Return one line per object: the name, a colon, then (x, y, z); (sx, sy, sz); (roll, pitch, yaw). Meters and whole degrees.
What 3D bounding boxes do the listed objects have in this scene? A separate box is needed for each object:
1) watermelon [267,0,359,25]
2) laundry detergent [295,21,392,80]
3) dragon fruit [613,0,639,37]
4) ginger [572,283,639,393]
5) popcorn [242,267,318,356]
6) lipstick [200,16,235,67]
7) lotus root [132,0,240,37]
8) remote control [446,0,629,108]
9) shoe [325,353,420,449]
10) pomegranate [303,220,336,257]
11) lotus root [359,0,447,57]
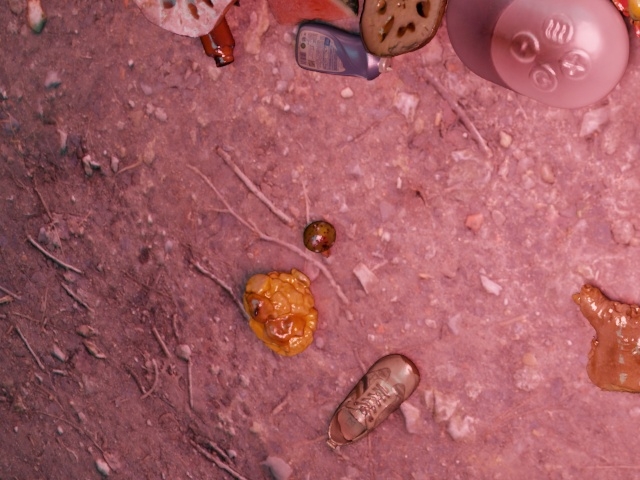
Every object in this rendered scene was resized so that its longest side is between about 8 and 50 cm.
watermelon: (-0.038, -0.480, 1.619); (0.136, 0.207, 0.202); (53, 143, 38)
laundry detergent: (0.050, -0.366, 1.647); (0.206, 0.061, 0.096); (19, 109, 25)
dragon fruit: (0.541, -0.427, 1.270); (0.227, 0.224, 0.224); (-37, 83, 34)
ginger: (0.537, 0.176, 1.504); (0.138, 0.074, 0.213); (-11, 91, 32)
popcorn: (-0.087, 0.146, 1.820); (0.140, 0.163, 0.194); (-4, 134, 49)
lipstick: (-0.273, -0.570, 1.771); (0.077, 0.077, 0.418); (-18, 94, 32)
lotus root: (-0.242, -0.528, 1.629); (0.272, 0.192, 0.272); (4, 106, 16)
remote control: (0.362, -0.350, 1.431); (0.332, 0.103, 0.221); (30, 135, 25)
shoe: (0.106, 0.347, 1.782); (0.103, 0.098, 0.275); (41, 118, 10)
pomegranate: (-0.002, 0.001, 1.767); (0.073, 0.073, 0.084); (5, 105, 29)
lotus root: (0.165, -0.426, 1.548); (0.183, 0.078, 0.203); (25, 100, 40)
